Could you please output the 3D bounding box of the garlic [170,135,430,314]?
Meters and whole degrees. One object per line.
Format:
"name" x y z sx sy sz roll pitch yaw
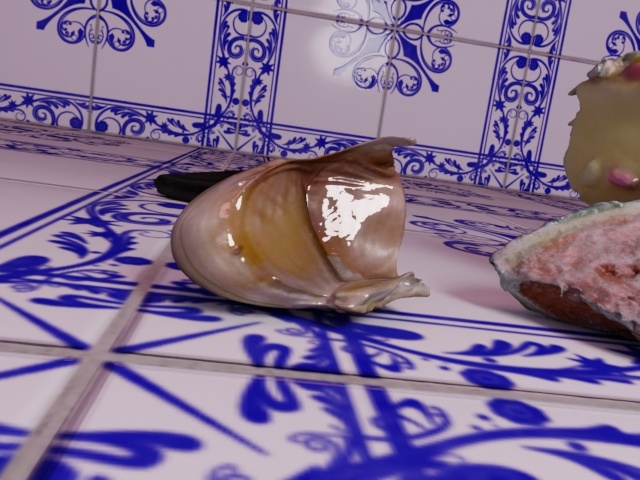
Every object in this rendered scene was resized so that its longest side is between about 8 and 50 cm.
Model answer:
"garlic" -0.008 -0.008 0.379 0.124 0.099 0.174 -3 0 43

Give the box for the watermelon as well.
"watermelon" 0.210 0.038 0.391 0.187 0.071 0.139 -12 32 12

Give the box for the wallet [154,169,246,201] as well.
"wallet" -0.053 -0.069 0.852 0.170 0.044 0.321 13 14 31

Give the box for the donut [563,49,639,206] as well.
"donut" 0.384 -0.034 0.553 0.307 0.150 0.371 19 2 30
